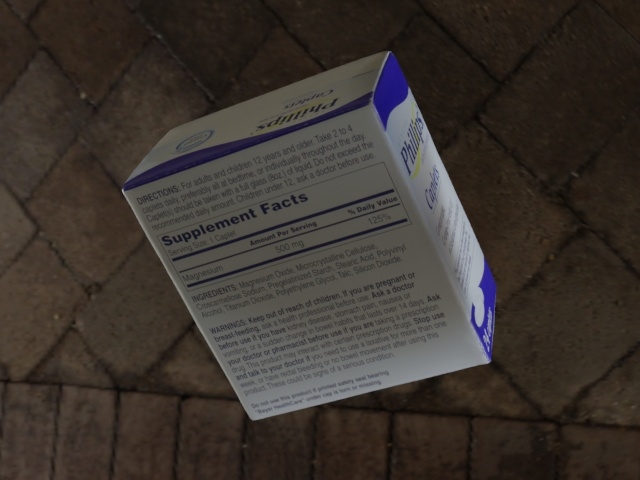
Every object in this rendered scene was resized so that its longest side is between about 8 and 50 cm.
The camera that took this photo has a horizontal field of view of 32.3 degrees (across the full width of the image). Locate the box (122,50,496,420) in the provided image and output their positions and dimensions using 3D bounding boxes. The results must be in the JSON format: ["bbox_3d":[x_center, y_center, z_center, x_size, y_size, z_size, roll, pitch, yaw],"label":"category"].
[{"bbox_3d":[0.000,0.000,0.518,0.126,0.072,0.137,-17,114,21],"label":"box"}]
